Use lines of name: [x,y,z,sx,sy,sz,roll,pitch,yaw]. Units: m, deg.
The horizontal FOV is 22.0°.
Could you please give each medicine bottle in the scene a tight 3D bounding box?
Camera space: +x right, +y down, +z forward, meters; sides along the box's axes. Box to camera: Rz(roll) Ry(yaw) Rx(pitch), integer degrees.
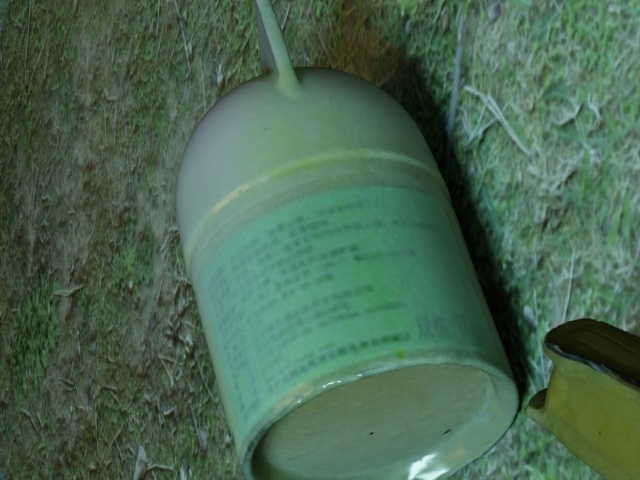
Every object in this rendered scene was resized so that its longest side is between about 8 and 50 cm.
medicine bottle: [0.000,0.000,1.412,0.235,0.236,0.406,119,143,-46]

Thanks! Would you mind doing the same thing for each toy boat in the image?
toy boat: [0.258,0.133,0.984,0.321,0.121,0.089,29,115,47]
